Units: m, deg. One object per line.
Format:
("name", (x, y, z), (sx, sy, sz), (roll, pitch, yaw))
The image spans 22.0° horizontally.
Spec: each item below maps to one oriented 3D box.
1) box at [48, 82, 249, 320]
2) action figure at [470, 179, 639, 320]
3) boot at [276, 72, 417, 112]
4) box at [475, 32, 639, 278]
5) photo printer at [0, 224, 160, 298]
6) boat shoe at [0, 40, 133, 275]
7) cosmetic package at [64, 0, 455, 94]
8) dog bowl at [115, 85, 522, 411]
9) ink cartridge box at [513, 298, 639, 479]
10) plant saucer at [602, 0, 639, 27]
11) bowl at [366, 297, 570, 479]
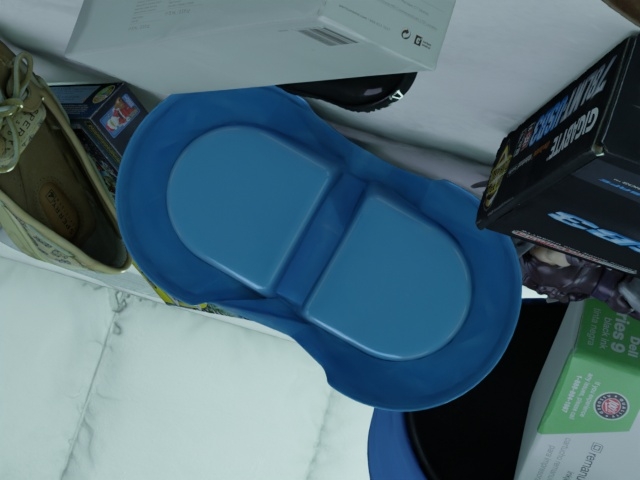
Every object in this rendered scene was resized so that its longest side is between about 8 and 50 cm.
("box", (-0.146, -0.032, 1.394), (0.159, 0.044, 0.233), (6, 139, 55))
("action figure", (0.231, 0.035, 1.204), (0.285, 0.099, 0.185), (32, 180, 5))
("boot", (-0.017, -0.113, 0.925), (0.121, 0.045, 0.099), (11, 167, 45))
("box", (0.260, -0.009, 0.935), (0.296, 0.073, 0.293), (19, 171, -4))
("photo printer", (-0.219, -0.017, 1.776), (0.256, 0.107, 0.307), (19, 171, -13))
("boat shoe", (-0.229, -0.073, 1.278), (0.089, 0.104, 0.285), (22, 159, 33))
("cosmetic package", (-0.025, -0.120, 0.701), (0.060, 0.099, 0.239), (20, 173, -30))
("dog bowl", (0.000, 0.000, 1.170), (0.297, 0.166, 0.074), (29, -175, 1))
("ink cartridge box", (0.327, 0.153, 1.360), (0.289, 0.121, 0.211), (16, 136, 4))
("plant saucer", (0.191, -0.097, 0.597), (0.199, 0.036, 0.198), (17, 173, 2))
("bowl", (0.240, 0.200, 1.510), (0.391, 0.391, 0.077), (17, 130, 4))
